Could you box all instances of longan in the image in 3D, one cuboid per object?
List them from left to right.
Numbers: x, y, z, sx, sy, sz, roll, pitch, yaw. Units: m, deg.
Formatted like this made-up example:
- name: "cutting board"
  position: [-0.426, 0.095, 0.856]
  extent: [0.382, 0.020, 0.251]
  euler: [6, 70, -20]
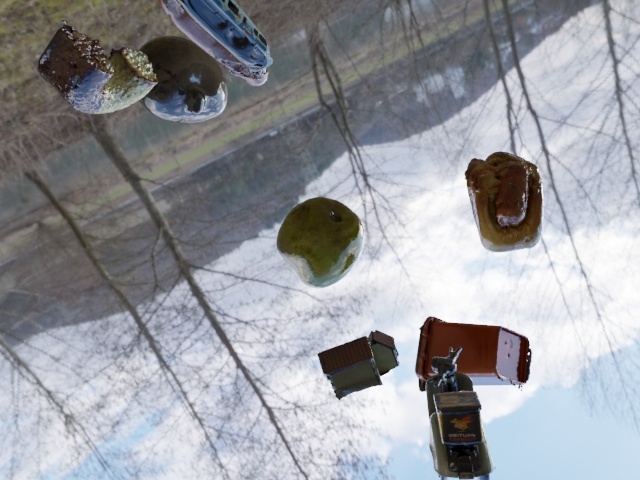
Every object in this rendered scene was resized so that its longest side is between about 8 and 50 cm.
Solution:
- name: "longan"
  position: [-0.409, -0.463, 1.504]
  extent: [0.243, 0.300, 0.300]
  euler: [-68, 173, 28]

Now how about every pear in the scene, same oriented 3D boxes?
- name: "pear"
  position: [0.000, 0.000, 1.152]
  extent: [0.200, 0.200, 0.200]
  euler: [-24, -165, 7]

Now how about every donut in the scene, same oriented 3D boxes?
- name: "donut"
  position: [-0.381, -0.280, 0.891]
  extent: [0.141, 0.085, 0.217]
  euler: [-35, 178, 22]

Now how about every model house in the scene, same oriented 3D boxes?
- name: "model house"
  position: [0.045, 0.132, 0.578]
  extent: [0.083, 0.058, 0.057]
  euler: [-22, -167, 7]

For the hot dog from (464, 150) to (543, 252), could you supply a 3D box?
- name: "hot dog"
  position: [0.383, -0.102, 1.090]
  extent: [0.150, 0.153, 0.257]
  euler: [-6, -141, 10]

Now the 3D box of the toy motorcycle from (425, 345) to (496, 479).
- name: "toy motorcycle"
  position: [0.213, 0.277, 0.813]
  extent: [0.090, 0.157, 0.263]
  euler: [-6, -175, 9]

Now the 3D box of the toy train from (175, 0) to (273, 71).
- name: "toy train"
  position: [-0.132, -0.279, 0.615]
  extent: [0.043, 0.207, 0.047]
  euler: [-10, -119, 34]

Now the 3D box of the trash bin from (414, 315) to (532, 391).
- name: "trash bin"
  position: [0.351, 0.281, 1.203]
  extent: [0.238, 0.161, 0.185]
  euler: [-13, -121, 54]

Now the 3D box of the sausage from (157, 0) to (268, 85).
- name: "sausage"
  position: [-0.215, -0.411, 1.043]
  extent: [0.078, 0.304, 0.078]
  euler: [-18, -120, 33]
